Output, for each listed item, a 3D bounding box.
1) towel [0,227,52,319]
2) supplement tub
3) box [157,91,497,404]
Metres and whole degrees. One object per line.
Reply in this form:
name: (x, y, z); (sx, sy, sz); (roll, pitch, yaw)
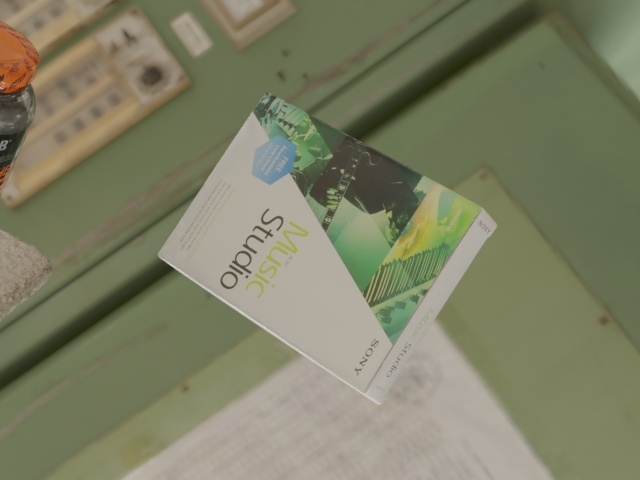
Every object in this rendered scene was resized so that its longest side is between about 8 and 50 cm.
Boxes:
towel: (-0.369, 0.007, 0.983); (0.282, 0.187, 0.049); (24, 129, 17)
supplement tub: (-0.516, -0.133, 1.732); (0.207, 0.338, 0.207); (23, -153, -12)
box: (0.000, 0.000, 1.406); (0.322, 0.232, 0.058); (31, 176, 30)
